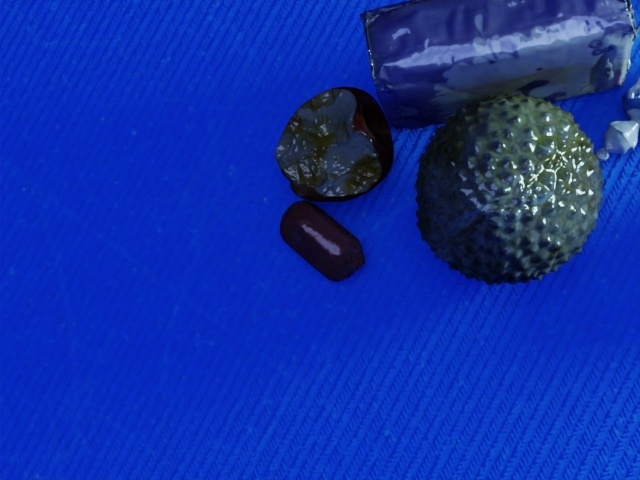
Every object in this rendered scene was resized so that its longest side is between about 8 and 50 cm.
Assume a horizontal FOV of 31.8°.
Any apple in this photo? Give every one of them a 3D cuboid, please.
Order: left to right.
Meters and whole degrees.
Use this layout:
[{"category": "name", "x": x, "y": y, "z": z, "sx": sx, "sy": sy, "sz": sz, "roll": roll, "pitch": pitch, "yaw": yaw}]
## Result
[{"category": "apple", "x": 0.019, "y": -0.130, "z": 1.589, "sx": 0.158, "sy": 0.147, "sz": 0.156, "roll": -26, "pitch": 88, "yaw": 24}]

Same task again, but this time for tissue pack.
[{"category": "tissue pack", "x": 0.242, "y": -0.257, "z": 1.517, "sx": 0.344, "sy": 0.242, "sz": 0.125, "roll": -11, "pitch": 77, "yaw": 8}]

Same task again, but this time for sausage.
[{"category": "sausage", "x": 0.000, "y": 0.000, "z": 1.609, "sx": 0.141, "sy": 0.076, "sz": 0.076, "roll": 43, "pitch": 91, "yaw": 12}]

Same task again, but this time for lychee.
[{"category": "lychee", "x": 0.246, "y": -0.065, "z": 1.484, "sx": 0.255, "sy": 0.274, "sz": 0.255, "roll": 4, "pitch": 102, "yaw": 17}]

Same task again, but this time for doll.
[{"category": "doll", "x": 0.470, "y": -0.186, "z": 1.564, "sx": 0.227, "sy": 0.057, "sz": 0.114, "roll": -34, "pitch": 84, "yaw": -5}]
